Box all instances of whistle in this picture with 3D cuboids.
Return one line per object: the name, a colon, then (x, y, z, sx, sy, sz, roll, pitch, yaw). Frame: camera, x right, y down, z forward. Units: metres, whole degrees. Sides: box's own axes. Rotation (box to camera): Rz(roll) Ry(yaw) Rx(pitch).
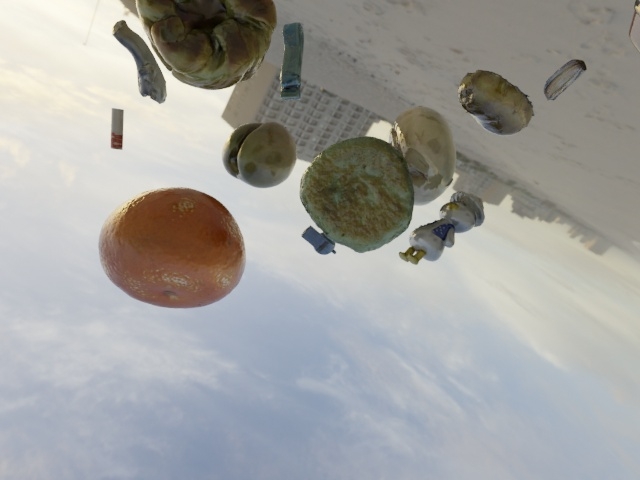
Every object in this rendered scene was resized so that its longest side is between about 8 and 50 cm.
whistle: (0.000, 0.000, 1.466, 0.158, 0.090, 0.090, 41, -163, -20)

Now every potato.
potato: (0.412, -0.316, 0.987, 0.201, 0.081, 0.164, 28, -179, -26)

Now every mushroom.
mushroom: (-0.599, -0.594, 1.381, 0.097, 0.277, 0.099, -3, -135, 11)
mushroom: (0.247, -0.262, 1.289, 0.337, 0.314, 0.314, -6, -152, -3)

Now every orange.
orange: (-0.436, 0.020, 1.248, 0.424, 0.424, 0.325, 21, -126, -27)

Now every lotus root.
lotus root: (0.445, -0.297, 0.750, 0.030, 0.083, 0.037, -34, -101, -28)

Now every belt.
belt: (-0.097, -0.607, 1.386, 0.072, 0.302, 0.087, 0, 160, 3)

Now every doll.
doll: (0.341, -0.035, 1.120, 0.138, 0.293, 0.119, 28, 150, 59)

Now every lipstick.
lipstick: (-0.670, -0.367, 1.350, 0.039, 0.130, 0.038, 8, -168, -2)

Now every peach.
peach: (-0.228, -0.332, 1.594, 0.293, 0.247, 0.292, -4, -162, 1)

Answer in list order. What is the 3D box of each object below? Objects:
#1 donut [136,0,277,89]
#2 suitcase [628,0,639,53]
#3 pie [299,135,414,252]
donut: (-0.292, -0.587, 1.069, 0.361, 0.360, 0.170, 27, 174, -12)
suitcase: (0.688, -0.365, 0.637, 0.161, 0.297, 0.236, 57, -156, -56)
pie: (0.103, -0.125, 1.092, 0.323, 0.323, 0.070, 36, -160, 10)
